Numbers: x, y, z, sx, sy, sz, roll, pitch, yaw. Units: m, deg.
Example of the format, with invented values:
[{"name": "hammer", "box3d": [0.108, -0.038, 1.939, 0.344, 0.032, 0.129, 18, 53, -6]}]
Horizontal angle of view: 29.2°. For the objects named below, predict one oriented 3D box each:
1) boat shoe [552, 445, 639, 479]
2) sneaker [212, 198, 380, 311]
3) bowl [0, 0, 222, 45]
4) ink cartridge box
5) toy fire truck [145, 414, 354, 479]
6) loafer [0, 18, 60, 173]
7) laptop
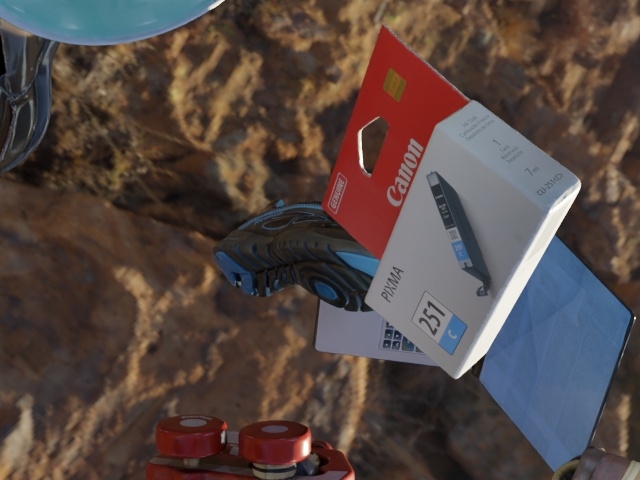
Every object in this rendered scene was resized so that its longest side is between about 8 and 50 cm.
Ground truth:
[{"name": "boat shoe", "box3d": [0.339, 0.318, 1.562, 0.103, 0.092, 0.285, -48, 167, -17]}, {"name": "sneaker", "box3d": [0.000, 0.000, 1.598, 0.139, 0.341, 0.125, -49, 124, -27]}, {"name": "bowl", "box3d": [-0.168, -0.321, 0.914, 0.312, 0.163, 0.311, -22, 138, -22]}, {"name": "ink cartridge box", "box3d": [0.103, -0.032, 1.271, 0.066, 0.261, 0.296, -36, 158, -34]}, {"name": "toy fire truck", "box3d": [-0.093, 0.327, 1.773, 0.254, 0.302, 0.169, -23, 114, -70]}, {"name": "loafer", "box3d": [-0.378, -0.198, 1.367, 0.130, 0.134, 0.366, -36, 163, -41]}, {"name": "laptop", "box3d": [0.193, 0.129, 1.759, 0.236, 0.408, 0.381, -82, 178, -48]}]
